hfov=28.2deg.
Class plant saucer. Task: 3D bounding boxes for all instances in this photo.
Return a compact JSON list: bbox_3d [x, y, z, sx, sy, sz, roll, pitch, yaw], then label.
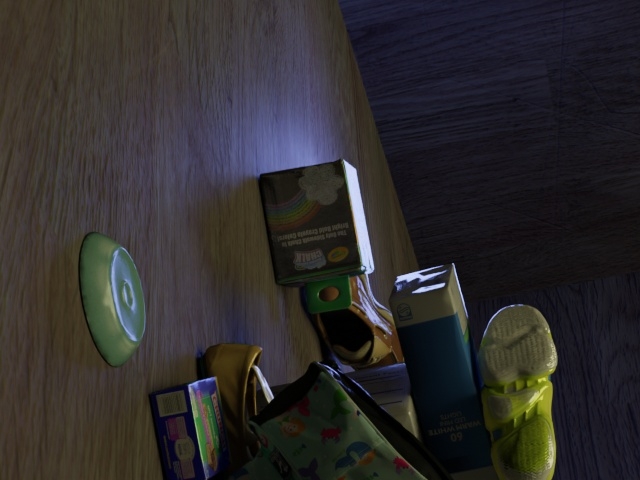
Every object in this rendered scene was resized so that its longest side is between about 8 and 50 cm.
[{"bbox_3d":[-0.176,0.049,1.102,0.119,0.021,0.119,-12,90,-81],"label":"plant saucer"}]

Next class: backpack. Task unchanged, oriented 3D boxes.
[{"bbox_3d":[0.045,0.268,1.238,0.253,0.191,0.225,35,-16,32],"label":"backpack"}]

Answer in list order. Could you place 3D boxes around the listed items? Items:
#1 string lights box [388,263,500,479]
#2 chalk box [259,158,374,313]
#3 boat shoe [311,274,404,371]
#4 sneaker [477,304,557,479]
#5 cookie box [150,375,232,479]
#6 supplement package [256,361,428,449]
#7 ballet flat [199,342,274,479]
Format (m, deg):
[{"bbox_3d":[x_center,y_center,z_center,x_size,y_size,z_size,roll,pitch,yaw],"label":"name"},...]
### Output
[{"bbox_3d":[0.155,0.171,1.526,0.133,0.076,0.260,-50,126,-76],"label":"string lights box"},{"bbox_3d":[0.000,0.000,1.891,0.132,0.132,0.213,19,62,-79],"label":"chalk box"},{"bbox_3d":[0.051,0.153,2.114,0.324,0.122,0.120,58,26,-44],"label":"boat shoe"},{"bbox_3d":[0.230,0.198,1.487,0.126,0.091,0.240,77,16,-52],"label":"sneaker"},{"bbox_3d":[-0.121,0.181,1.215,0.107,0.040,0.092,9,69,-81],"label":"cookie box"},{"bbox_3d":[0.043,0.307,1.550,0.145,0.204,0.262,-77,154,-70],"label":"supplement package"},{"bbox_3d":[-0.074,0.222,1.350,0.080,0.073,0.232,2,77,-83],"label":"ballet flat"}]
